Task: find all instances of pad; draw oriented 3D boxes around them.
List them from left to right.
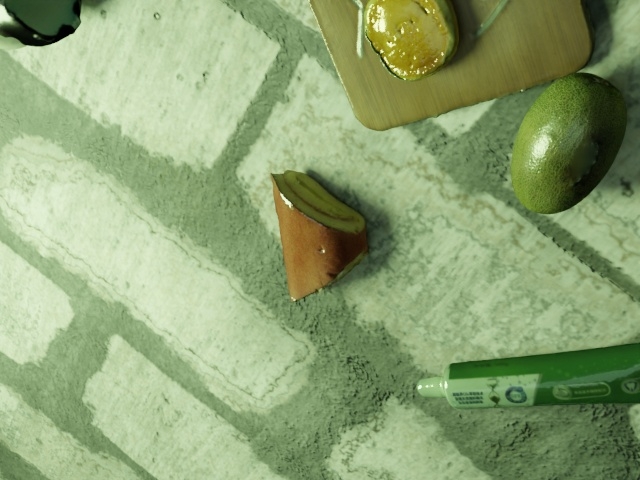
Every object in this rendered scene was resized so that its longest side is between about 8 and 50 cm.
[{"bbox_3d":[0.113,-0.273,0.775,0.284,0.018,0.286,-12,113,34],"label":"pad"}]

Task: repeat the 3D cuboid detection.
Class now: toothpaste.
[{"bbox_3d":[0.302,0.172,0.929,0.392,0.061,0.099,-11,113,29],"label":"toothpaste"}]

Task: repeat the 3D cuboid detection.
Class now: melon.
[{"bbox_3d":[0.251,-0.095,0.763,0.099,0.099,0.162,26,130,12],"label":"melon"}]

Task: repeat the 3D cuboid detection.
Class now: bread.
[{"bbox_3d":[-0.001,0.000,0.974,0.119,0.067,0.192,4,121,26],"label":"bread"},{"bbox_3d":[0.096,-0.224,0.789,0.110,0.024,0.110,13,124,20],"label":"bread"}]

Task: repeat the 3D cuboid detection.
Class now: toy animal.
[{"bbox_3d":[-0.403,-0.331,0.950,0.179,0.138,0.166,5,101,35],"label":"toy animal"}]
